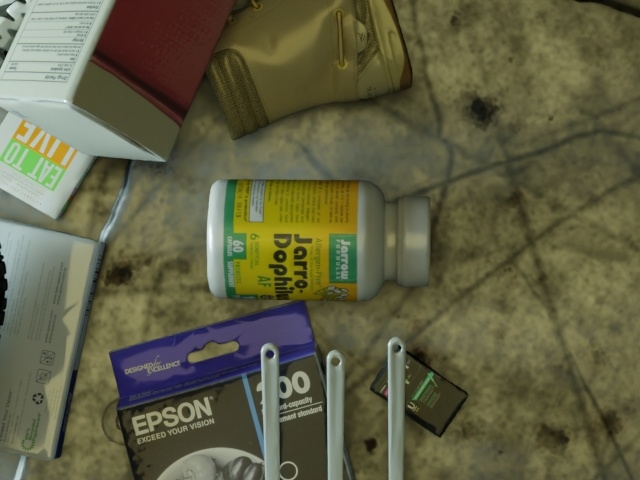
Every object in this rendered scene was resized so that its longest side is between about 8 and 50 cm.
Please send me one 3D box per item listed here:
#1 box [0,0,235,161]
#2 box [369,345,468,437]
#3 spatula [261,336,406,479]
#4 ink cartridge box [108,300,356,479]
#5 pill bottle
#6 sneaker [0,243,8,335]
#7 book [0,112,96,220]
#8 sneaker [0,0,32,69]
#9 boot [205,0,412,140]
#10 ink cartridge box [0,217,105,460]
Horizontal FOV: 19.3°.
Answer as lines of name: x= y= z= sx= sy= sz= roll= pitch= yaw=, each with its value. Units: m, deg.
box: x=-0.185 y=-0.205 z=1.767 sx=0.127 sy=0.148 sz=0.232 roll=31 pitch=76 yaw=-38
box: x=0.094 y=0.145 z=1.806 sx=0.083 sy=0.062 sz=0.052 roll=34 pitch=89 yaw=5
spatula: x=0.011 y=0.211 z=1.772 sx=0.168 sy=0.019 sz=0.242 roll=-1 pitch=103 yaw=-2
ink cartridge box: x=-0.087 y=0.180 z=1.822 sx=0.206 sy=0.045 sz=0.208 roll=-16 pitch=84 yaw=2
pill bottle: x=0.000 y=0.000 z=1.793 sx=0.208 sy=0.117 sz=0.118 roll=1 pitch=86 yaw=2
sneaker: x=-0.378 y=0.115 z=1.765 sx=0.124 sy=0.107 sz=0.283 roll=8 pitch=87 yaw=10
book: x=-0.264 y=-0.104 z=1.858 sx=0.096 sy=0.035 sz=0.144 roll=29 pitch=85 yaw=2
sneaker: x=-0.318 y=-0.247 z=1.845 sx=0.106 sy=0.078 sz=0.234 roll=37 pitch=90 yaw=2
boot: x=-0.040 y=-0.244 z=1.828 sx=0.203 sy=0.095 sz=0.262 roll=-18 pitch=89 yaw=2
ink cartridge box: x=-0.342 y=0.086 z=1.838 sx=0.224 sy=0.045 sz=0.223 roll=12 pitch=87 yaw=4
